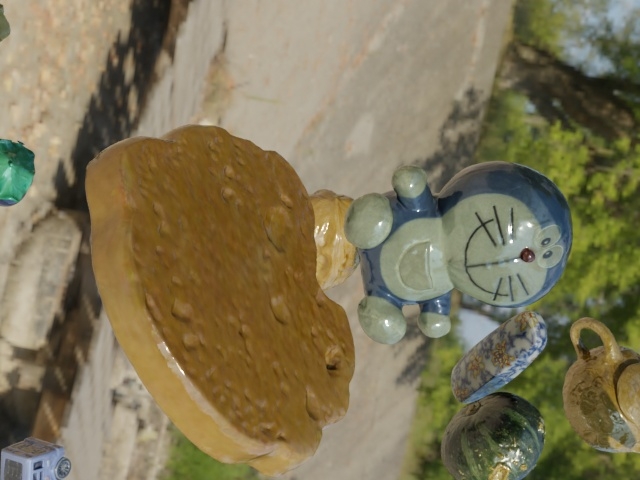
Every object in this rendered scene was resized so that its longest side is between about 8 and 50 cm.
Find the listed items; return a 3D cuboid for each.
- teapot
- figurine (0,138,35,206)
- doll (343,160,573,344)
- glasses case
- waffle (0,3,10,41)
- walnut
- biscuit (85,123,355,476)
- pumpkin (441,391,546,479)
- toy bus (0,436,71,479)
[{"bbox_3d":[0.571,0.284,2.082,0.167,0.203,0.311,-26,-92,59],"label":"teapot"},{"bbox_3d":[-0.445,-0.083,1.503,0.195,0.102,0.111,175,-88,-68],"label":"figurine"},{"bbox_3d":[0.166,0.005,1.303,0.154,0.259,0.228,-66,148,-61],"label":"doll"},{"bbox_3d":[0.320,0.215,1.997,0.248,0.065,0.086,-46,-142,44],"label":"glasses case"},{"bbox_3d":[-0.568,-0.222,1.338,0.376,0.261,0.114,-71,141,-68],"label":"waffle"},{"bbox_3d":[0.000,0.000,1.892,0.206,0.159,0.159,112,-5,-45],"label":"walnut"},{"bbox_3d":[-0.074,0.044,0.968,0.312,0.057,0.351,65,25,-6],"label":"biscuit"},{"bbox_3d":[0.299,0.348,1.910,0.190,0.146,0.190,-48,180,0],"label":"pumpkin"},{"bbox_3d":[-0.378,0.348,1.444,0.076,0.073,0.167,-10,105,-58],"label":"toy bus"}]
